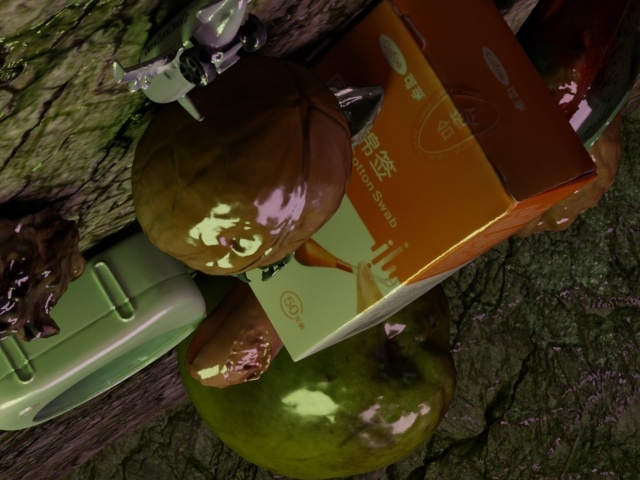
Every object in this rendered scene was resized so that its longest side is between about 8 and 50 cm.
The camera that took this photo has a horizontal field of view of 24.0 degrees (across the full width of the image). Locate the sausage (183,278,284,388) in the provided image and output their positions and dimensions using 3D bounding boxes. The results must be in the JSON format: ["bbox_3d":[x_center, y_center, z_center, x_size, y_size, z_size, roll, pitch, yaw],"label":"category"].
[{"bbox_3d":[0.000,0.000,1.706,0.419,0.094,0.094,-51,172,-5],"label":"sausage"}]

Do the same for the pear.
[{"bbox_3d":[-0.014,0.130,1.902,0.352,0.352,0.413,-27,-165,-33],"label":"pear"}]

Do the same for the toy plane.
[{"bbox_3d":[-0.084,-0.133,1.020,0.162,0.065,0.171,-40,173,-33],"label":"toy plane"}]

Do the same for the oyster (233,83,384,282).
[{"bbox_3d":[-0.061,-0.060,1.374,0.087,0.199,0.252,-25,137,-46],"label":"oyster"}]

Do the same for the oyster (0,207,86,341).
[{"bbox_3d":[-0.324,0.063,1.233,0.221,0.096,0.361,-27,172,20],"label":"oyster"}]

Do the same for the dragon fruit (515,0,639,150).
[{"bbox_3d":[0.238,-0.175,1.501,0.295,0.130,0.268,-55,-177,-8],"label":"dragon fruit"}]

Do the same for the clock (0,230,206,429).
[{"bbox_3d":[-0.259,0.106,1.688,0.265,0.109,0.324,-33,173,-4],"label":"clock"}]

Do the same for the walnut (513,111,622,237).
[{"bbox_3d":[0.266,-0.124,1.902,0.224,0.257,0.257,5,171,0],"label":"walnut"}]

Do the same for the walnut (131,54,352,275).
[{"bbox_3d":[-0.065,-0.057,1.218,0.167,0.167,0.207,-24,168,-46],"label":"walnut"}]

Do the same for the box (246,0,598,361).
[{"bbox_3d":[0.062,-0.064,1.422,0.143,0.225,0.341,-22,168,-47],"label":"box"}]
